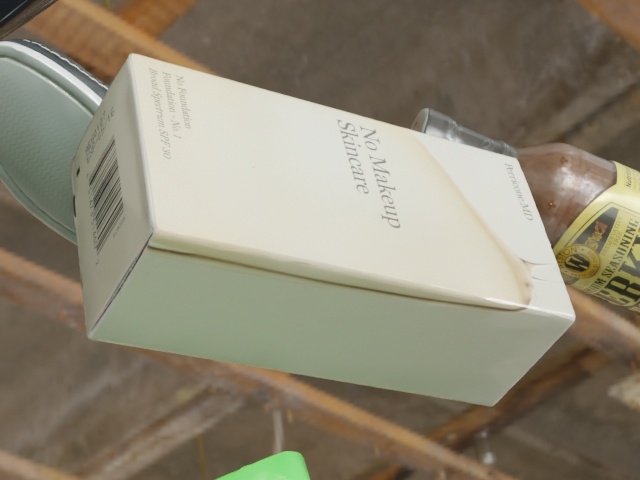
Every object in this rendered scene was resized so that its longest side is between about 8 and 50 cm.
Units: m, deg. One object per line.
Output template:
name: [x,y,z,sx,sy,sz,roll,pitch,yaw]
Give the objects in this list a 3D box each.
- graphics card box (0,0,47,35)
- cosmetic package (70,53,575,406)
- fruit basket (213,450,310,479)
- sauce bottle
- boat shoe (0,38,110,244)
graphics card box: [-0.268,-0.305,1.415,0.371,0.233,0.094,-27,-75,40]
cosmetic package: [0.000,0.000,0.928,0.309,0.160,0.113,11,-45,-28]
fruit basket: [-0.196,0.260,0.927,0.392,0.392,0.283,4,-45,-15]
sauce bottle: [0.227,-0.010,1.133,0.344,0.111,0.111,21,-45,-6]
boat shoe: [-0.140,-0.041,1.043,0.114,0.091,0.302,-27,-66,28]
